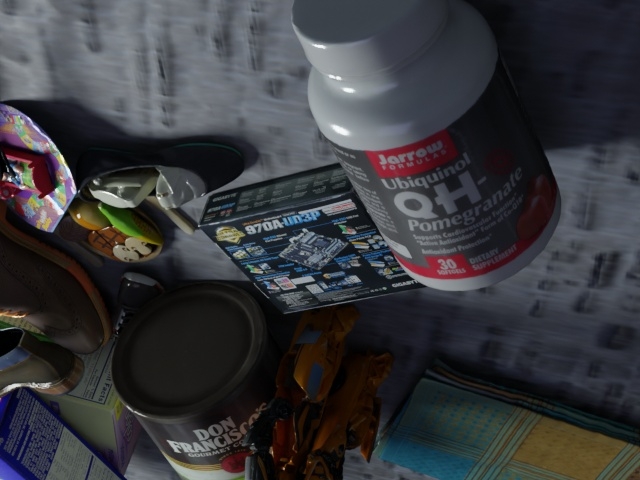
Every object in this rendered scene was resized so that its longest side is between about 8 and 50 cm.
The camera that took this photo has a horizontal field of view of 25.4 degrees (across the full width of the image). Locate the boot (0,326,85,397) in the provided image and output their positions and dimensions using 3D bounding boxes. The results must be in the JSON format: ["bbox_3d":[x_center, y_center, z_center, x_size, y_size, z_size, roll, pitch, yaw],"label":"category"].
[{"bbox_3d":[-0.410,0.144,1.788,0.219,0.082,0.106,-6,146,29],"label":"boot"}]

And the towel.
[{"bbox_3d":[0.272,0.278,1.876,0.370,0.040,0.271,18,146,-5],"label":"towel"}]

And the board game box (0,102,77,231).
[{"bbox_3d":[-0.345,-0.072,1.610,0.133,0.033,0.169,47,142,3],"label":"board game box"}]

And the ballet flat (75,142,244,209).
[{"bbox_3d":[-0.182,-0.065,1.568,0.203,0.074,0.074,1,142,21],"label":"ballet flat"}]

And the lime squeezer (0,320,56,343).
[{"bbox_3d":[-0.481,0.072,1.809,0.310,0.059,0.110,34,179,-11],"label":"lime squeezer"}]

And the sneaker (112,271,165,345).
[{"bbox_3d":[-0.237,0.100,1.818,0.061,0.065,0.158,16,145,1],"label":"sneaker"}]

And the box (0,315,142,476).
[{"bbox_3d":[-0.378,0.211,1.983,0.243,0.117,0.213,14,145,6],"label":"box"}]

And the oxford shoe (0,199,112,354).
[{"bbox_3d":[-0.400,0.055,1.763,0.130,0.133,0.364,-13,136,34],"label":"oxford shoe"}]

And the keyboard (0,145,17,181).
[{"bbox_3d":[-0.414,-0.160,1.515,0.201,0.033,0.317,30,148,17],"label":"keyboard"}]

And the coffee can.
[{"bbox_3d":[-0.120,0.212,1.805,0.201,0.202,0.275,0,142,22],"label":"coffee can"}]

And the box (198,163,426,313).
[{"bbox_3d":[0.000,0.000,1.596,0.220,0.051,0.175,-12,135,35],"label":"box"}]

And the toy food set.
[{"bbox_3d":[-0.253,-0.008,1.700,0.192,0.038,0.132,-19,131,40],"label":"toy food set"}]

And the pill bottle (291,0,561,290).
[{"bbox_3d":[0.095,-0.112,1.296,0.176,0.176,0.318,-4,140,27],"label":"pill bottle"}]

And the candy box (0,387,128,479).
[{"bbox_3d":[-0.438,0.330,1.963,0.268,0.122,0.317,-8,137,30],"label":"candy box"}]

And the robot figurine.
[{"bbox_3d":[0.000,0.229,1.699,0.085,0.291,0.211,-8,138,31],"label":"robot figurine"}]
